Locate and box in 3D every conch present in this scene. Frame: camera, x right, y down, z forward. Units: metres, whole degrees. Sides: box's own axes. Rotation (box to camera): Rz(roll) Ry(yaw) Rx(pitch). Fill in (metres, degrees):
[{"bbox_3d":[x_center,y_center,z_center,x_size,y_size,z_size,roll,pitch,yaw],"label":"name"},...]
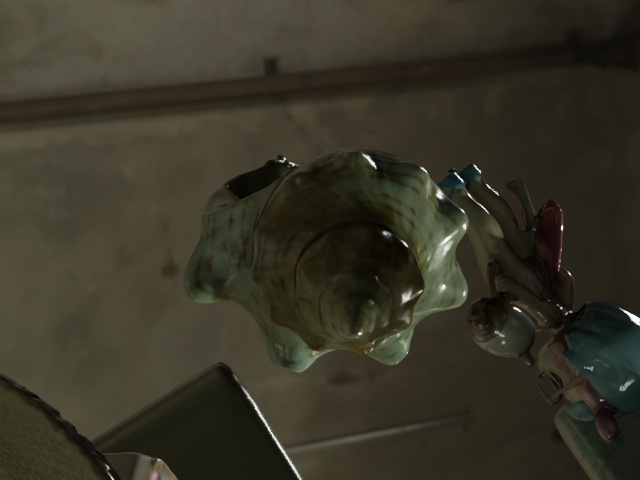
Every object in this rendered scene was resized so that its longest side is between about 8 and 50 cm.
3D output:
[{"bbox_3d":[0.000,0.014,1.057,0.386,0.203,0.169,-156,-112,-83],"label":"conch"}]

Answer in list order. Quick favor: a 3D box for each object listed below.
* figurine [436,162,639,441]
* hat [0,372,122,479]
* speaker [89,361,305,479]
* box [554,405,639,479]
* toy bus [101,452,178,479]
[{"bbox_3d":[0.185,0.044,1.178,0.260,0.103,0.205,55,19,6],"label":"figurine"},{"bbox_3d":[-0.118,0.157,0.400,0.110,0.252,0.252,37,34,-63],"label":"hat"},{"bbox_3d":[-0.070,0.259,0.835,0.183,0.184,0.406,56,-13,33],"label":"speaker"},{"bbox_3d":[0.307,0.191,1.216,0.285,0.142,0.044,-117,-179,-67],"label":"box"},{"bbox_3d":[-0.178,0.144,0.598,0.106,0.268,0.092,64,28,-47],"label":"toy bus"}]
